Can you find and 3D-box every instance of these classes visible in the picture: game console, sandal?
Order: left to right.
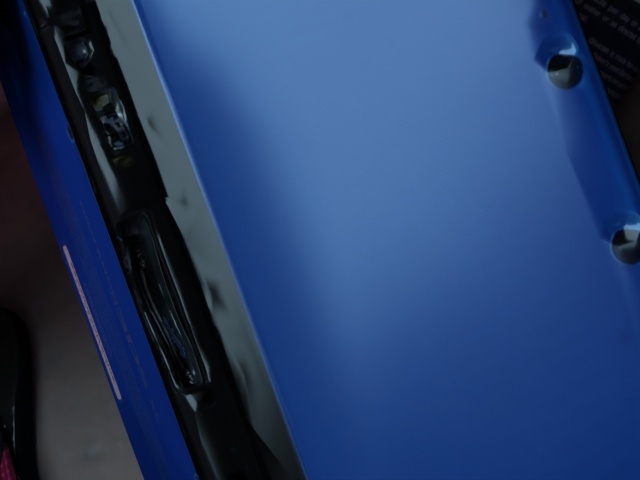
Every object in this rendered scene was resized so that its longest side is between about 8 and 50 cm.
[{"bbox_3d":[-0.166,0.118,0.926,0.067,0.040,0.179,-14,75,27],"label":"sandal"},{"bbox_3d":[0.000,0.000,0.772,0.173,0.250,0.293,-19,90,-15],"label":"game console"}]

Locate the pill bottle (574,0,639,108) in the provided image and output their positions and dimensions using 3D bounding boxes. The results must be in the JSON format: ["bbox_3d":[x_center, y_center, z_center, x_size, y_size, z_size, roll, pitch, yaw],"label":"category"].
[{"bbox_3d":[0.089,-0.090,0.787,0.094,0.094,0.169,37,100,29],"label":"pill bottle"}]
